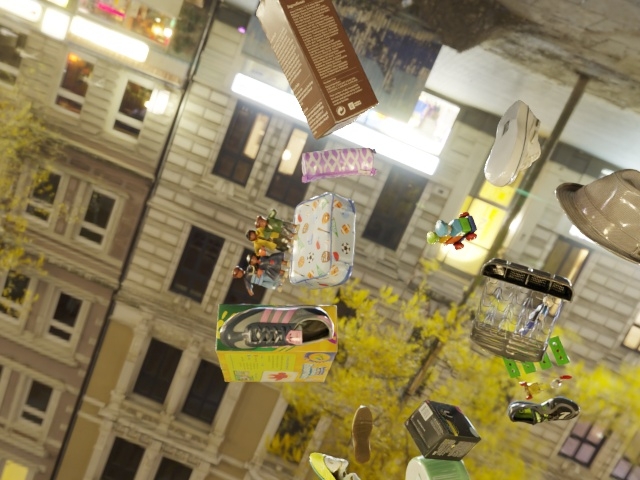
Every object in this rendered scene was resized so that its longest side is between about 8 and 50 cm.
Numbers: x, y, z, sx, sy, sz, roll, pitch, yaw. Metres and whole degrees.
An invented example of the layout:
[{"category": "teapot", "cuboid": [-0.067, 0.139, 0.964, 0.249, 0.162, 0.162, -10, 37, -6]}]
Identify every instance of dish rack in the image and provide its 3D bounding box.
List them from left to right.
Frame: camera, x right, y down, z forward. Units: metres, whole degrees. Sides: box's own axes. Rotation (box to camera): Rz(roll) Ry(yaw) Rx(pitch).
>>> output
[{"category": "dish rack", "cuboid": [0.474, 0.182, 1.378, 0.208, 0.271, 0.074, 18, -152, 19]}]

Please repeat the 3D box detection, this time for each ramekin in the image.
[{"category": "ramekin", "cuboid": [0.432, 0.942, 2.110, 0.148, 0.303, 0.303, 0, -161, -14]}]

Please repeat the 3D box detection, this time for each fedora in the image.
[{"category": "fedora", "cuboid": [0.653, -0.068, 1.203, 0.275, 0.124, 0.243, 23, -142, -16]}]

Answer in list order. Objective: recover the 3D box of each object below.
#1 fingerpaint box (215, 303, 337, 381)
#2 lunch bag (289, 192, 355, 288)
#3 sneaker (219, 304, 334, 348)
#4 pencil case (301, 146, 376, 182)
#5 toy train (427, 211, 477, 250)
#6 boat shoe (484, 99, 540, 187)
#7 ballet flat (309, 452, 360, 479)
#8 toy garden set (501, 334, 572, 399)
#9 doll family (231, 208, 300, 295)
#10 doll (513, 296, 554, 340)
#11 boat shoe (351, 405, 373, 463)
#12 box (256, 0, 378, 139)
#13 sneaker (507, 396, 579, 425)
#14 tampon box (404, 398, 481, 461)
[{"category": "fingerpaint box", "cuboid": [-0.148, 0.355, 1.920, 0.371, 0.163, 0.445, 1, 154, -4]}, {"category": "lunch bag", "cuboid": [0.000, 0.000, 1.820, 0.115, 0.303, 0.243, 17, 158, -34]}, {"category": "sneaker", "cuboid": [-0.113, 0.247, 1.571, 0.319, 0.112, 0.131, -8, -163, -21]}, {"category": "pencil case", "cuboid": [0.049, -0.202, 1.544, 0.206, 0.086, 0.088, -6, -122, -3]}, {"category": "toy train", "cuboid": [0.453, -0.010, 2.091, 0.143, 0.248, 0.105, -5, -112, -22]}, {"category": "boat shoe", "cuboid": [0.404, -0.189, 1.148, 0.084, 0.095, 0.258, 33, -126, -7]}, {"category": "ballet flat", "cuboid": [0.056, 0.623, 1.485, 0.077, 0.077, 0.231, 18, -163, -41]}, {"category": "toy garden set", "cuboid": [0.857, 0.497, 2.212, 0.049, 0.244, 0.203, -8, -106, -50]}, {"category": "doll family", "cuboid": [-0.119, 0.028, 1.203, 0.111, 0.193, 0.076, 13, -179, -12]}, {"category": "doll", "cuboid": [0.788, 0.283, 2.077, 0.046, 0.189, 0.129, 42, 179, 10]}, {"category": "boat shoe", "cuboid": [0.099, 0.480, 1.420, 0.056, 0.152, 0.049, 1, -169, -13]}, {"category": "box", "cuboid": [-0.014, -0.475, 1.469, 0.381, 0.143, 0.191, 63, 164, -5]}, {"category": "sneaker", "cuboid": [0.601, 0.469, 1.534, 0.188, 0.067, 0.078, -13, -171, 28]}, {"category": "tampon box", "cuboid": [0.338, 0.528, 1.574, 0.161, 0.101, 0.120, 21, -157, -38]}]
